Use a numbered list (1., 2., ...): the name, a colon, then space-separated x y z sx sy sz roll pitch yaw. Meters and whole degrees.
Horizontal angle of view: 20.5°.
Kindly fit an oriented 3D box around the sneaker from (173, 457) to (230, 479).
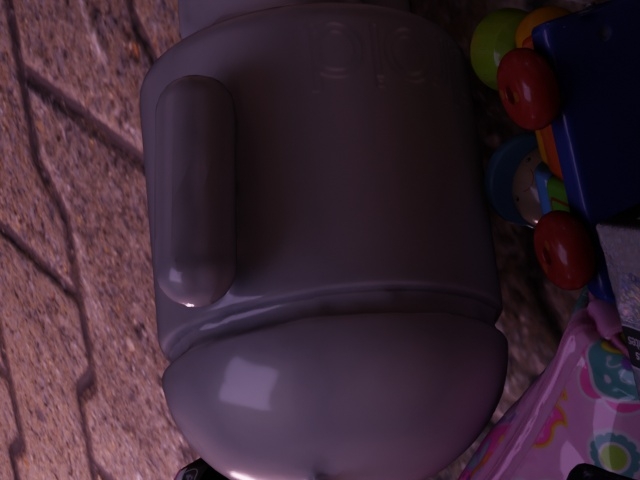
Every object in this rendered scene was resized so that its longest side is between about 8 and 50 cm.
1. sneaker: -0.074 0.274 1.623 0.077 0.072 0.178 11 130 44

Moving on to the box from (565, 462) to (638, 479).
1. box: 0.261 0.243 0.692 0.296 0.294 0.182 14 80 58

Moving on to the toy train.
1. toy train: 0.123 -0.102 0.928 0.143 0.105 0.248 -148 40 -68

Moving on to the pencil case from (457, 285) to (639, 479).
1. pencil case: 0.124 0.158 0.982 0.124 0.124 0.284 48 118 31

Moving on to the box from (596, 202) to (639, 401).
1. box: 0.259 0.041 0.712 0.247 0.163 0.142 10 121 59

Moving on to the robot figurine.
1. robot figurine: 0.000 0.000 1.036 0.200 0.300 0.353 -18 70 33
